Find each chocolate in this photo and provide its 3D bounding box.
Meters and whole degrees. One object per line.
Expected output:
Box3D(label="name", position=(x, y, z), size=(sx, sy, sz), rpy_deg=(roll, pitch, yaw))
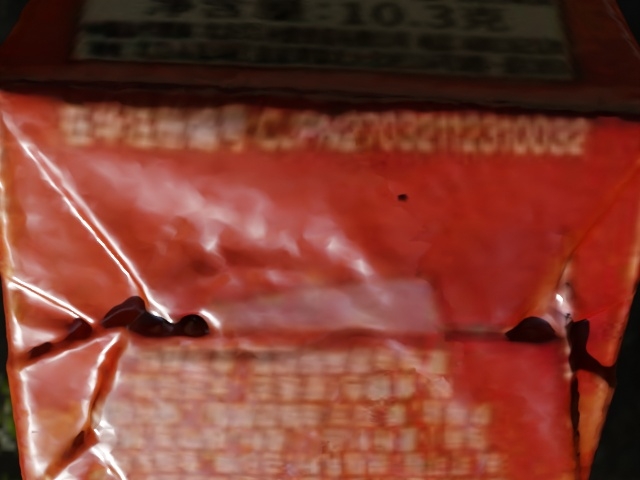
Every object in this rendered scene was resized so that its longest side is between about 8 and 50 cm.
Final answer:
Box3D(label="chocolate", position=(0.000, 0.000, 0.762), size=(0.237, 0.234, 0.108), rpy_deg=(3, -133, 1))
